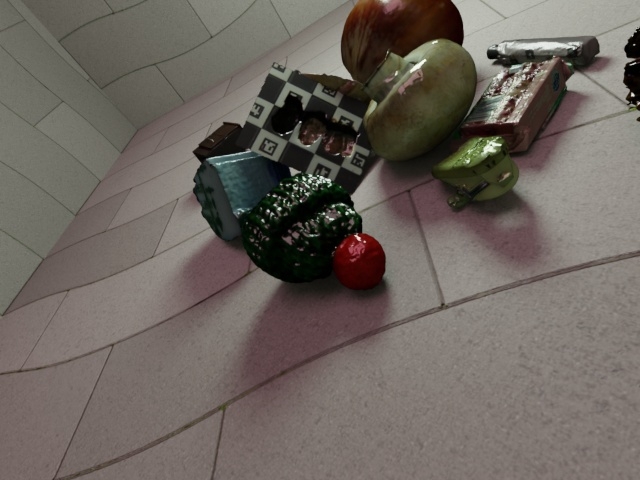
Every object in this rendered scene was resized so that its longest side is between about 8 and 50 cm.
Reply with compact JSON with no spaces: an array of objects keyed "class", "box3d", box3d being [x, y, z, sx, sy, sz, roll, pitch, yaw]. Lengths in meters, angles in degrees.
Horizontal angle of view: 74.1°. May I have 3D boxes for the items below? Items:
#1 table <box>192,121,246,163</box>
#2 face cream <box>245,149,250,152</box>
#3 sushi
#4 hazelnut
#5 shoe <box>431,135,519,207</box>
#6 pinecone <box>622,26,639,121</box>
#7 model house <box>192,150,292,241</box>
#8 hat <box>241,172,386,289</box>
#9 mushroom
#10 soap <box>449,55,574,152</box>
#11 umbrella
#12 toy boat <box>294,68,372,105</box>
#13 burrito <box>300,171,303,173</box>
[{"class":"table","box3d":[-0.395,-0.369,1.769,0.193,0.172,0.169,-45,36,-14]},{"class":"face cream","box3d":[-0.163,-0.449,1.729,0.346,0.102,0.102,-41,35,-11]},{"class":"sushi","box3d":[-0.029,-0.324,1.295,0.100,0.373,0.296,126,167,-75]},{"class":"hazelnut","box3d":[0.246,-0.644,1.376,0.359,0.359,0.409,-47,32,-16]},{"class":"shoe","box3d":[0.330,-0.152,0.934,0.140,0.128,0.262,-26,6,0]},{"class":"pinecone","box3d":[0.659,-0.314,0.743,0.243,0.243,0.257,-40,76,-6]},{"class":"model house","box3d":[-0.200,-0.170,1.366,0.330,0.251,0.295,-27,4,-28]},{"class":"hat","box3d":[0.000,0.000,0.960,0.332,0.242,0.274,33,85,40]},{"class":"mushroom","box3d":[0.241,-0.374,1.126,0.352,0.260,0.352,-51,12,16]},{"class":"soap","box3d":[0.467,-0.328,1.045,0.218,0.098,0.273,12,57,47]},{"class":"umbrella","box3d":[0.607,-0.533,1.196,0.073,0.067,0.337,-31,32,-12]},{"class":"toy boat","box3d":[0.087,-0.453,1.390,0.276,0.293,0.111,9,86,20]},{"class":"burrito","box3d":[-0.051,-0.130,1.277,0.087,0.060,0.225,17,50,5]}]
